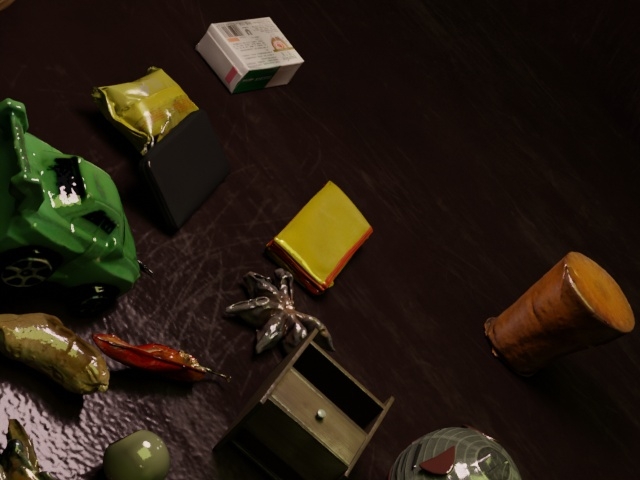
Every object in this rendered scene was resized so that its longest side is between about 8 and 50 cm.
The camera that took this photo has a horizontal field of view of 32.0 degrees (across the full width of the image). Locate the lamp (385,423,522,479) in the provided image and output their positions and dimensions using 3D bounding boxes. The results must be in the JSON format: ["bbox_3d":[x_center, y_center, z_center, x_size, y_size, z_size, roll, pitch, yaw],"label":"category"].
[{"bbox_3d":[0.212,0.406,1.734,0.233,0.233,0.265,46,31,6],"label":"lamp"}]

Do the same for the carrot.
[{"bbox_3d":[0.460,0.163,2.201,0.196,0.254,0.196,29,38,-26],"label":"carrot"}]

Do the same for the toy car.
[{"bbox_3d":[-0.381,-0.043,1.627,0.359,0.176,0.213,33,31,-54],"label":"toy car"}]

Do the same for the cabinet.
[{"bbox_3d":[-0.019,0.278,1.719,0.175,0.148,0.215,42,36,0],"label":"cabinet"}]

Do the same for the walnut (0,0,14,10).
[{"bbox_3d":[-0.634,-0.554,1.858,0.384,0.383,0.383,25,39,-22],"label":"walnut"}]

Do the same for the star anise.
[{"bbox_3d":[-0.068,0.133,1.897,0.172,0.063,0.208,-13,62,-47],"label":"star anise"}]

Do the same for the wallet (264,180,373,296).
[{"bbox_3d":[0.000,0.000,2.109,0.141,0.067,0.241,46,40,-3],"label":"wallet"}]

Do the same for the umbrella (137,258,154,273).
[{"bbox_3d":[-0.322,0.020,1.821,0.122,0.013,0.022,37,14,-4],"label":"umbrella"}]

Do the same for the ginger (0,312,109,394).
[{"bbox_3d":[-0.379,0.155,1.573,0.190,0.069,0.095,33,12,-5],"label":"ginger"}]

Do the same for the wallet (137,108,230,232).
[{"bbox_3d":[-0.239,-0.131,1.984,0.149,0.044,0.250,68,30,-24],"label":"wallet"}]

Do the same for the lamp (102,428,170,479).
[{"bbox_3d":[-0.232,0.341,1.521,0.091,0.091,0.163,-23,87,-52],"label":"lamp"}]

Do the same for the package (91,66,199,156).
[{"bbox_3d":[-0.307,-0.236,2.037,0.168,0.090,0.226,48,35,3],"label":"package"}]

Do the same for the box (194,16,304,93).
[{"bbox_3d":[-0.148,-0.393,2.360,0.199,0.081,0.135,-21,69,-49],"label":"box"}]

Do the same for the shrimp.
[{"bbox_3d":[-0.323,0.363,1.418,0.168,0.077,0.317,5,53,-53],"label":"shrimp"}]

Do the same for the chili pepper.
[{"bbox_3d":[-0.242,0.182,1.677,0.268,0.050,0.059,20,22,-44],"label":"chili pepper"}]
